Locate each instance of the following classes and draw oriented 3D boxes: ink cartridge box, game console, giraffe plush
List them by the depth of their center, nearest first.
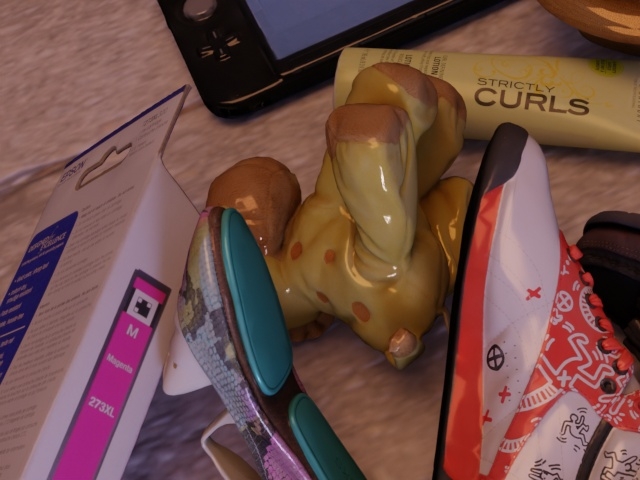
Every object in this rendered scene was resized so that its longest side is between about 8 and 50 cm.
[{"bbox_3d":[-0.166,0.087,0.745,0.176,0.069,0.370,-22,43,49],"label":"ink cartridge box"},{"bbox_3d":[0.000,0.000,0.778,0.171,0.181,0.210,-4,90,25],"label":"giraffe plush"},{"bbox_3d":[-0.008,-0.276,0.944,0.293,0.173,0.250,-25,53,-2],"label":"game console"}]

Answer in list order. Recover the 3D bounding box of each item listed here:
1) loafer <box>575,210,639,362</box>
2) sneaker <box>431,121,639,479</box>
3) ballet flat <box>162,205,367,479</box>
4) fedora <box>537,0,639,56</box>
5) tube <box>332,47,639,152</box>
[{"bbox_3d":[0.254,0.086,0.664,0.302,0.109,0.095,32,73,28],"label":"loafer"},{"bbox_3d":[0.144,0.071,0.678,0.145,0.090,0.270,8,74,4],"label":"sneaker"},{"bbox_3d":[-0.040,0.091,0.691,0.079,0.221,0.077,-21,12,21],"label":"ballet flat"},{"bbox_3d":[0.243,-0.185,0.869,0.194,0.079,0.194,-4,53,5],"label":"fedora"},{"bbox_3d":[0.131,-0.102,0.858,0.240,0.062,0.070,6,93,13],"label":"tube"}]
